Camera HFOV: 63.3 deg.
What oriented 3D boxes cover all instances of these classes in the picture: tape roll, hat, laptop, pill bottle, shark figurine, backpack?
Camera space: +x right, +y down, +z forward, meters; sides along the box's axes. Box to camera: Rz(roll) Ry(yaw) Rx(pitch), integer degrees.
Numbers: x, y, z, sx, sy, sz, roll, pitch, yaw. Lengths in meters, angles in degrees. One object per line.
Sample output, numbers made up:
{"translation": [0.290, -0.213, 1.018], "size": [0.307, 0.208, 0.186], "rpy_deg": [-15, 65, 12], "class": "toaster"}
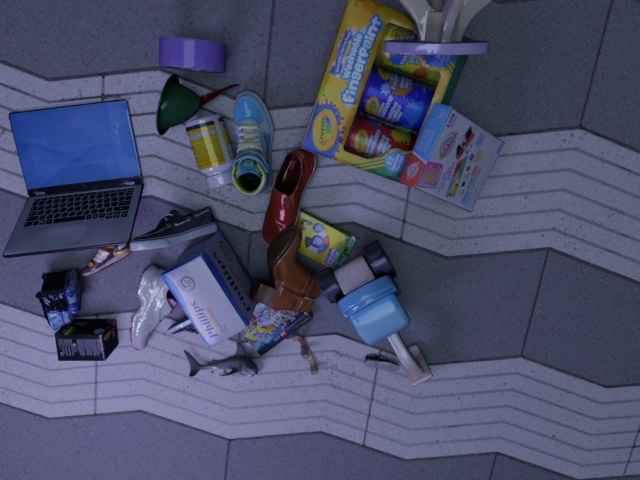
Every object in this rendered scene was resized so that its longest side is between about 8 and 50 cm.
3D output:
{"translation": [-0.367, -0.532, 1.494], "size": [0.188, 0.189, 0.080], "rpy_deg": [4, 106, -1], "class": "tape roll"}
{"translation": [-0.365, -0.388, 1.540], "size": [0.183, 0.173, 0.209], "rpy_deg": [17, 104, -4], "class": "hat"}
{"translation": [-0.766, -0.191, 1.569], "size": [0.381, 0.408, 0.236], "rpy_deg": [-6, 139, 2], "class": "laptop"}
{"translation": [-0.330, -0.275, 1.598], "size": [0.119, 0.119, 0.209], "rpy_deg": [-15, 104, 4], "class": "pill bottle"}
{"translation": [-0.322, 0.416, 1.810], "size": [0.277, 0.166, 0.116], "rpy_deg": [-2, 80, 18], "class": "shark figurine"}
{"translation": [-0.851, 0.202, 1.711], "size": [0.116, 0.158, 0.174], "rpy_deg": [-8, 118, -16], "class": "backpack"}

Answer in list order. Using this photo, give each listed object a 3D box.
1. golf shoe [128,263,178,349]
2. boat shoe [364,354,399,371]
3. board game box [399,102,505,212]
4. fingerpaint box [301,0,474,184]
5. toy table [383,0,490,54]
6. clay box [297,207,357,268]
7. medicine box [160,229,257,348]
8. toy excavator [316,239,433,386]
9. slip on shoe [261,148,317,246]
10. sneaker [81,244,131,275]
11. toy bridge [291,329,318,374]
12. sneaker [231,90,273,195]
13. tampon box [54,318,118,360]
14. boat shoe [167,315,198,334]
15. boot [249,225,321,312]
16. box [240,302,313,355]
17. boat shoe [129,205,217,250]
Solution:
{"translation": [-0.555, 0.237, 1.741], "size": [0.140, 0.115, 0.307], "rpy_deg": [14, 106, -7], "class": "golf shoe"}
{"translation": [0.217, 0.432, 1.827], "size": [0.125, 0.038, 0.046], "rpy_deg": [8, 124, -1], "class": "boat shoe"}
{"translation": [0.397, -0.235, 1.536], "size": [0.316, 0.064, 0.242], "rpy_deg": [15, 103, -44], "class": "board game box"}
{"translation": [0.183, -0.428, 1.534], "size": [0.370, 0.163, 0.445], "rpy_deg": [19, 104, -5], "class": "fingerpaint box"}
{"translation": [0.303, -0.559, 1.313], "size": [0.274, 0.252, 0.161], "rpy_deg": [-6, 116, -17], "class": "toy table"}
{"translation": [0.000, 0.000, 1.705], "size": [0.221, 0.053, 0.128], "rpy_deg": [27, 103, -6], "class": "clay box"}
{"translation": [-0.330, 0.141, 1.620], "size": [0.149, 0.289, 0.264], "rpy_deg": [-28, 103, 7], "class": "medicine box"}
{"translation": [0.207, 0.268, 1.671], "size": [0.222, 0.433, 0.446], "rpy_deg": [-28, 75, 7], "class": "toy excavator"}
{"translation": [-0.114, -0.134, 1.625], "size": [0.123, 0.101, 0.332], "rpy_deg": [30, 105, 26], "class": "slip on shoe"}
{"translation": [-0.718, 0.048, 1.717], "size": [0.185, 0.069, 0.084], "rpy_deg": [-28, 94, 1], "class": "sneaker"}
{"translation": [-0.054, 0.384, 1.800], "size": [0.026, 0.063, 0.188], "rpy_deg": [-22, 118, 5], "class": "toy bridge"}
{"translation": [-0.206, -0.283, 1.550], "size": [0.126, 0.208, 0.319], "rpy_deg": [-6, 104, 3], "class": "sneaker"}
{"translation": [-0.790, 0.335, 1.759], "size": [0.160, 0.120, 0.102], "rpy_deg": [0, 106, 0], "class": "tampon box"}
{"translation": [-0.429, 0.297, 1.777], "size": [0.183, 0.065, 0.083], "rpy_deg": [-25, 102, 6], "class": "boat shoe"}
{"translation": [-0.072, 0.104, 1.649], "size": [0.220, 0.109, 0.284], "rpy_deg": [20, 101, -31], "class": "boot"}
{"translation": [-0.163, 0.268, 1.780], "size": [0.233, 0.044, 0.159], "rpy_deg": [-37, 102, 9], "class": "box"}
{"translation": [-0.452, -0.042, 1.596], "size": [0.108, 0.301, 0.102], "rpy_deg": [-3, 102, 46], "class": "boat shoe"}
